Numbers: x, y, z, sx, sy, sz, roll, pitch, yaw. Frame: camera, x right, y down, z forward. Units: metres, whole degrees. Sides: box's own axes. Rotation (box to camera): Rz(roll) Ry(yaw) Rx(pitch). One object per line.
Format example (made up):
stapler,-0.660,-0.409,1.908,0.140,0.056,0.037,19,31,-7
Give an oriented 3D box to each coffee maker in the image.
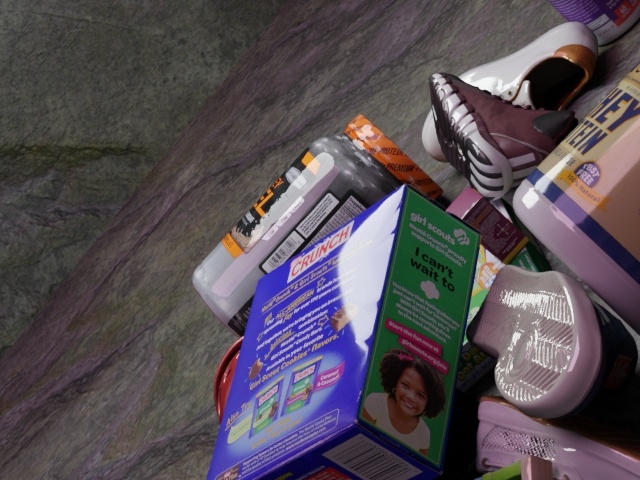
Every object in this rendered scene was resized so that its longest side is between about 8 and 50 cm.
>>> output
coffee maker,0.096,0.233,1.617,0.178,0.120,0.171,-59,6,-5

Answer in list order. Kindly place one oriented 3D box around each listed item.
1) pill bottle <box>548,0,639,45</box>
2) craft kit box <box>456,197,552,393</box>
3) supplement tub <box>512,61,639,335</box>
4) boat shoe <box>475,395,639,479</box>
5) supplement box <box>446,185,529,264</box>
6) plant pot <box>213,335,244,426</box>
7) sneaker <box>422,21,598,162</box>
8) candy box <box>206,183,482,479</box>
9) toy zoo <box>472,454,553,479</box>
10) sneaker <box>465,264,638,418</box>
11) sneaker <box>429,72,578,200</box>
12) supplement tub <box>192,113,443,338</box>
pill bottle,0.350,-0.368,2.098,0.108,0.193,0.108,-41,22,20
craft kit box,0.168,0.086,1.860,0.246,0.061,0.250,-47,20,13
supplement tub,0.367,-0.072,1.481,0.316,0.228,0.228,-46,20,6
boat shoe,0.245,0.218,1.426,0.277,0.098,0.096,13,91,58
supplement box,0.196,-0.018,1.792,0.043,0.083,0.055,-48,21,3
plant pot,-0.037,0.200,1.893,0.191,0.191,0.174,-50,11,-5
sneaker,0.252,-0.189,2.102,0.290,0.106,0.123,-36,21,27
candy box,0.023,0.134,1.616,0.268,0.122,0.317,-34,32,42
toy zoo,0.114,0.336,1.439,0.293,0.030,0.192,-36,43,45
sneaker,0.249,0.109,1.475,0.131,0.148,0.350,-60,7,8
sneaker,0.248,-0.148,2.006,0.163,0.106,0.281,-14,35,-7
supplement tub,0.000,0.000,2.135,0.338,0.207,0.207,-47,20,3
